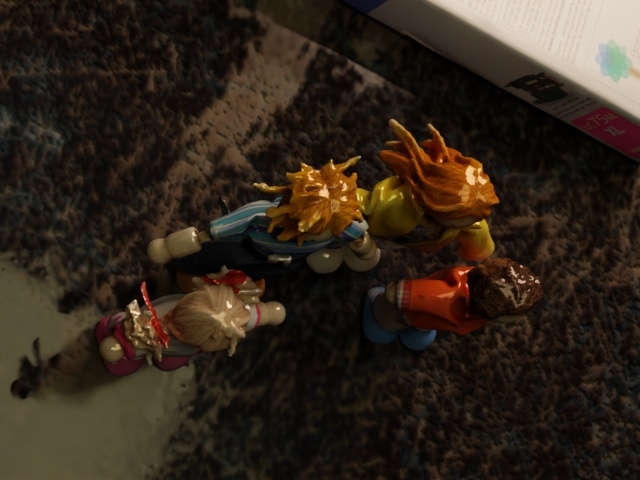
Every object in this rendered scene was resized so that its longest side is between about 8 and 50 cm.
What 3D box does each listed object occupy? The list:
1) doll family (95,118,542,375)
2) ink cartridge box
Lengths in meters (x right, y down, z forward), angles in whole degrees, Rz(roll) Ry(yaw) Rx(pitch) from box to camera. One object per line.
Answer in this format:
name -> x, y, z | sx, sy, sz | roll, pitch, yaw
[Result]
doll family -> 0.000, 0.000, 0.860 | 0.263, 0.163, 0.118 | -5, 81, -26
ink cartridge box -> 0.121, -0.197, 1.018 | 0.311, 0.065, 0.185 | 27, 69, -20
